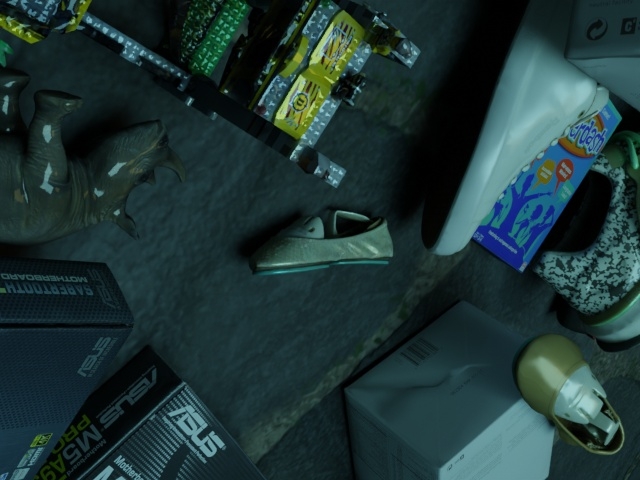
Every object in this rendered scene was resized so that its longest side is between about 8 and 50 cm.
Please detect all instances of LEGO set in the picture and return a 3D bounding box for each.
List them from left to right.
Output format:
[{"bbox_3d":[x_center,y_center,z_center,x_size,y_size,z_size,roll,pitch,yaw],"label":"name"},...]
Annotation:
[{"bbox_3d":[-0.024,-0.188,0.446,0.331,0.192,0.255,-53,140,-2],"label":"LEGO set"}]

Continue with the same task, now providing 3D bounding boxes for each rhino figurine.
[{"bbox_3d":[-0.182,-0.044,0.487,0.243,0.073,0.106,-1,116,-46],"label":"rhino figurine"}]

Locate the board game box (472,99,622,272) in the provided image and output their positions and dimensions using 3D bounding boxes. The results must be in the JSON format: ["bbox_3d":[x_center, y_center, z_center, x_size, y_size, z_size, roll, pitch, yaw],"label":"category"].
[{"bbox_3d":[0.227,-0.083,0.881,0.160,0.047,0.210,27,96,-50],"label":"board game box"}]

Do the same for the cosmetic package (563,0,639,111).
[{"bbox_3d":[0.341,-0.301,0.668,0.217,0.156,0.385,11,90,-47],"label":"cosmetic package"}]

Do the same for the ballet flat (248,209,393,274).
[{"bbox_3d":[0.000,0.000,0.724,0.168,0.057,0.052,-3,91,-47],"label":"ballet flat"}]

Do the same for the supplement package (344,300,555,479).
[{"bbox_3d":[0.151,0.221,0.937,0.194,0.149,0.203,-31,135,-27],"label":"supplement package"}]

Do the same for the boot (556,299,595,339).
[{"bbox_3d":[0.435,0.051,1.154,0.244,0.088,0.176,-9,123,-31],"label":"boot"}]

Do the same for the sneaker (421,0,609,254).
[{"bbox_3d":[0.194,-0.105,0.756,0.123,0.106,0.290,21,103,-12],"label":"sneaker"}]

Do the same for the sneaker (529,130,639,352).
[{"bbox_3d":[0.388,-0.080,0.956,0.182,0.158,0.410,33,84,-12],"label":"sneaker"}]

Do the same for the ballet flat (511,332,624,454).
[{"bbox_3d":[0.265,0.162,0.839,0.080,0.073,0.232,-53,139,-5],"label":"ballet flat"}]

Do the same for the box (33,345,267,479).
[{"bbox_3d":[-0.159,0.248,0.722,0.216,0.060,0.270,-41,139,-15],"label":"box"}]

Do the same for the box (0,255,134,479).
[{"bbox_3d":[-0.245,0.106,0.491,0.183,0.059,0.233,7,128,-46],"label":"box"}]
